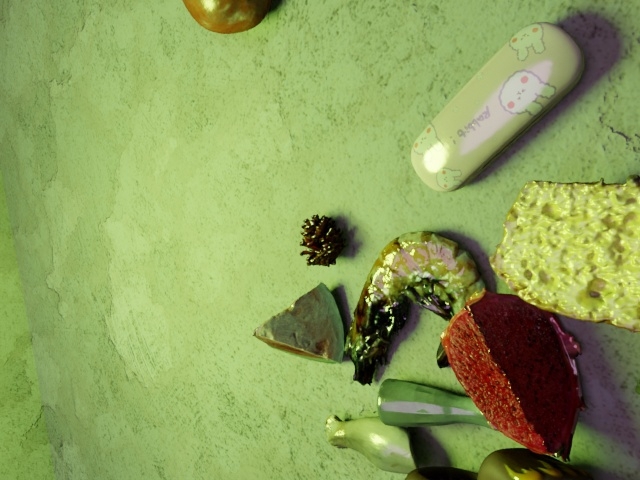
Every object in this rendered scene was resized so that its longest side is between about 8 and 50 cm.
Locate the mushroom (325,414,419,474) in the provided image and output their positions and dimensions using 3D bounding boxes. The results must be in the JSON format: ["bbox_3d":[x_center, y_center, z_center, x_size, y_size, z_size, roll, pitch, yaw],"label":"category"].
[{"bbox_3d":[0.100,0.405,0.983,0.225,0.093,0.116,0,118,33],"label":"mushroom"}]

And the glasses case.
[{"bbox_3d":[0.264,-0.197,0.763,0.113,0.075,0.297,54,126,16],"label":"glasses case"}]

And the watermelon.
[{"bbox_3d":[-0.062,0.179,1.043,0.207,0.202,0.136,-20,46,36],"label":"watermelon"}]

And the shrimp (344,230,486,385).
[{"bbox_3d":[0.170,0.156,0.908,0.233,0.071,0.365,29,115,23],"label":"shrimp"}]

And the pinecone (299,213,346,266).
[{"bbox_3d":[0.003,0.001,0.996,0.102,0.102,0.109,-35,48,36],"label":"pinecone"}]

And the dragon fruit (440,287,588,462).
[{"bbox_3d":[0.311,0.193,0.775,0.274,0.161,0.126,60,156,4],"label":"dragon fruit"}]

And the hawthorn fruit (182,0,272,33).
[{"bbox_3d":[-0.215,-0.530,1.025,0.251,0.199,0.199,9,103,49],"label":"hawthorn fruit"}]

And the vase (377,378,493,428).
[{"bbox_3d":[0.215,0.300,0.880,0.214,0.086,0.086,-5,94,31],"label":"vase"}]

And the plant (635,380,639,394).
[{"bbox_3d":[0.513,0.194,0.636,0.174,0.087,0.085,-1,62,41],"label":"plant"}]

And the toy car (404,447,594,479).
[{"bbox_3d":[0.268,0.435,0.756,0.340,0.271,0.240,-3,73,58],"label":"toy car"}]

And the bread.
[{"bbox_3d":[0.411,0.015,0.621,0.340,0.179,0.194,10,102,39],"label":"bread"}]
